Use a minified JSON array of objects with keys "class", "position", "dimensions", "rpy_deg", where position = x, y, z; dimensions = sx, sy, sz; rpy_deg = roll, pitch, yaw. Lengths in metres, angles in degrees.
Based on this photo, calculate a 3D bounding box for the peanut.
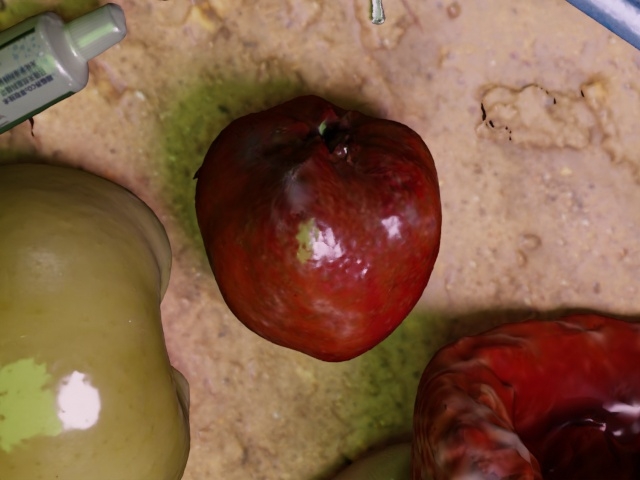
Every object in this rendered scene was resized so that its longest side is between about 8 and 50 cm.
[{"class":"peanut","position":[0.040,0.219,1.300],"dimensions":[0.152,0.076,0.076],"rpy_deg":[-37,107,16]}]

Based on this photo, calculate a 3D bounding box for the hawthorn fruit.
[{"class":"hawthorn fruit","position":[0.000,0.000,1.168],"dimensions":[0.185,0.185,0.202],"rpy_deg":[2,129,0]}]

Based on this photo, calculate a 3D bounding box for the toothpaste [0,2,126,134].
[{"class":"toothpaste","position":[-0.312,-0.077,1.193],"dimensions":[0.392,0.061,0.099],"rpy_deg":[-26,109,13]}]

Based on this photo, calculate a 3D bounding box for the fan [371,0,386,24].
[{"class":"fan","position":[0.035,-0.242,1.151],"dimensions":[0.113,0.005,0.175],"rpy_deg":[-6,110,2]}]

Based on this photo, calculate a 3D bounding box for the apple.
[{"class":"apple","position":[-0.231,0.103,1.169],"dimensions":[0.257,0.233,0.295],"rpy_deg":[-6,111,-2]}]

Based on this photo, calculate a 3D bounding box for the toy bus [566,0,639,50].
[{"class":"toy bus","position":[0.210,-0.205,1.096],"dimensions":[0.234,0.133,0.116],"rpy_deg":[32,108,-11]}]

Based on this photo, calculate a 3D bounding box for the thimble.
[{"class":"thimble","position":[0.221,0.215,1.160],"dimensions":[0.350,0.350,0.231],"rpy_deg":[5,112,-2]}]
